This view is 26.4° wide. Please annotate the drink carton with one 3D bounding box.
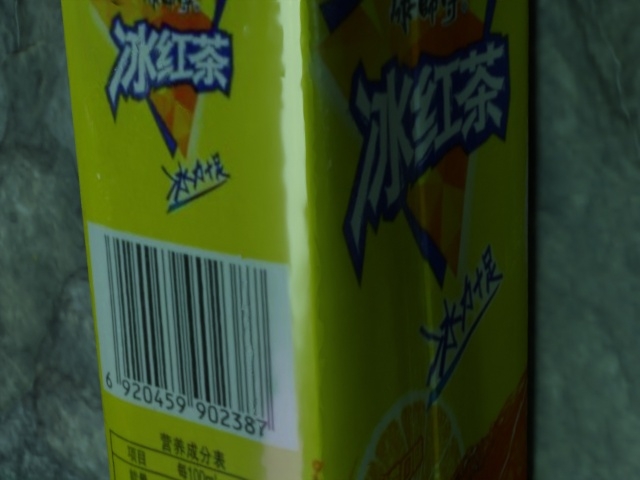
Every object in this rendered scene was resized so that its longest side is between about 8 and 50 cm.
[{"bbox_3d":[0.000,0.000,0.505,0.111,0.154,0.351,10,112,35],"label":"drink carton"}]
